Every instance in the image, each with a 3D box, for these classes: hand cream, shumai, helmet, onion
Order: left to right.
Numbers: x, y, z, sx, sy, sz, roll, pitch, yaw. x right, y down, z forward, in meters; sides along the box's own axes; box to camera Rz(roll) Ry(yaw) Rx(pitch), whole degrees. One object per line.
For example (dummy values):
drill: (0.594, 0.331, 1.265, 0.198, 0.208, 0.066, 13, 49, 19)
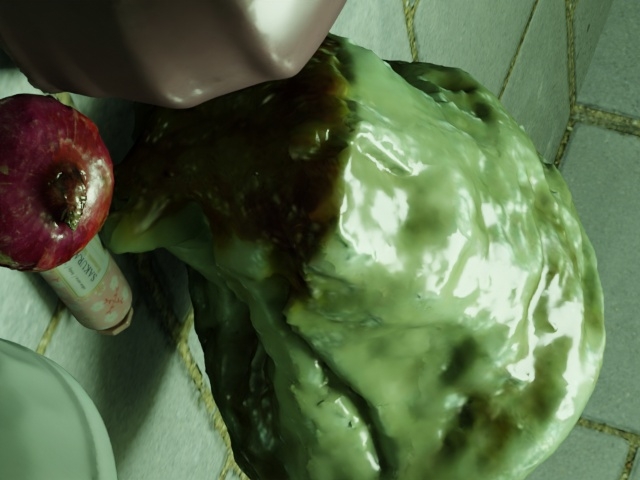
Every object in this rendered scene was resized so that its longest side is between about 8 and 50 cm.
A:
onion: (-0.169, -0.032, 1.128, 0.107, 0.097, 0.107, -19, 117, -43)
hand cream: (-0.169, 0.001, 1.264, 0.067, 0.043, 0.210, -65, 155, -22)
helmet: (-0.061, -0.234, 1.133, 0.271, 0.197, 0.338, 48, 60, -68)
shumai: (0.000, 0.000, 1.382, 0.323, 0.324, 0.397, 41, 28, -53)

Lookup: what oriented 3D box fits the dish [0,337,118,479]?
dish: (-0.234, 0.138, 0.850, 0.120, 0.303, 0.303, 46, 57, -43)
